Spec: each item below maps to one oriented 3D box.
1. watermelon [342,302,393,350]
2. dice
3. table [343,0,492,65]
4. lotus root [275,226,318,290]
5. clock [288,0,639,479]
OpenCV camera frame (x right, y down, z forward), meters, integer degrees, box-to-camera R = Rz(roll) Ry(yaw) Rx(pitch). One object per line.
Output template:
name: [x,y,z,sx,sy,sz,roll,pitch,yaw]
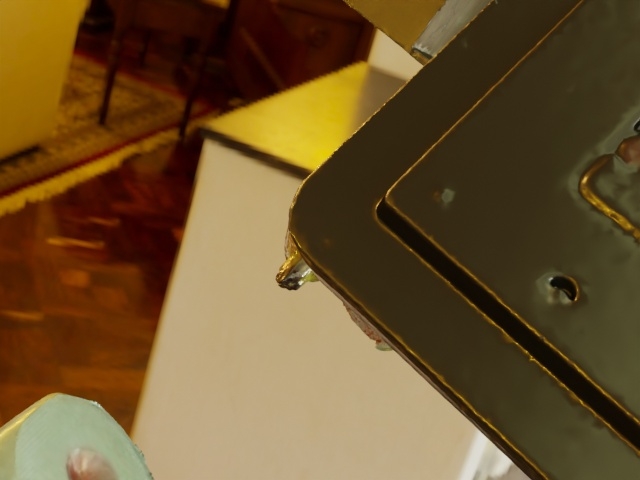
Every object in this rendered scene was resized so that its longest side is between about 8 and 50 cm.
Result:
watermelon: [0.090,0.097,2.022,0.139,0.071,0.187,14,66,-31]
dice: [-0.416,0.402,1.702,0.264,0.262,0.268,52,22,-4]
table: [0.126,-0.295,1.290,0.193,0.169,0.172,41,15,20]
lotus root: [0.000,0.000,1.408,0.095,0.108,0.190,-15,24,20]
clock: [0.161,-0.016,0.547,0.279,0.273,0.049,42,-7,22]
